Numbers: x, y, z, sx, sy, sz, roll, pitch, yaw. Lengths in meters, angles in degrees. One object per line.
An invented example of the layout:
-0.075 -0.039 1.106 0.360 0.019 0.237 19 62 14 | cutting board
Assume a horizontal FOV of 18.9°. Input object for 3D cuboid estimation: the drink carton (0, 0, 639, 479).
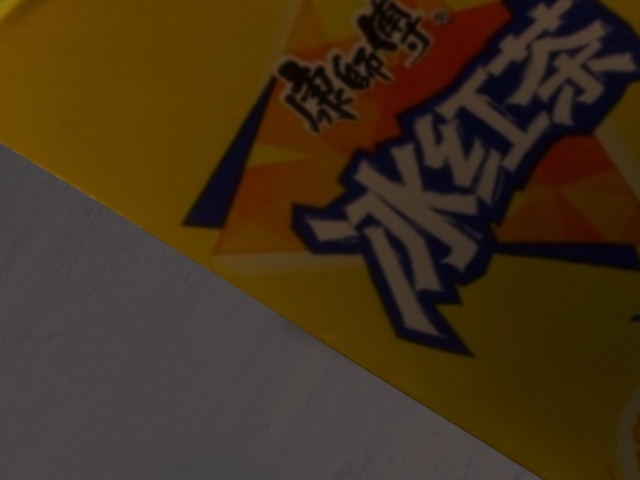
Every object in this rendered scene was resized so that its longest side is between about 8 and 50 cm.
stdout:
0.077 -0.023 0.551 0.154 0.351 0.111 -45 27 26 | drink carton
